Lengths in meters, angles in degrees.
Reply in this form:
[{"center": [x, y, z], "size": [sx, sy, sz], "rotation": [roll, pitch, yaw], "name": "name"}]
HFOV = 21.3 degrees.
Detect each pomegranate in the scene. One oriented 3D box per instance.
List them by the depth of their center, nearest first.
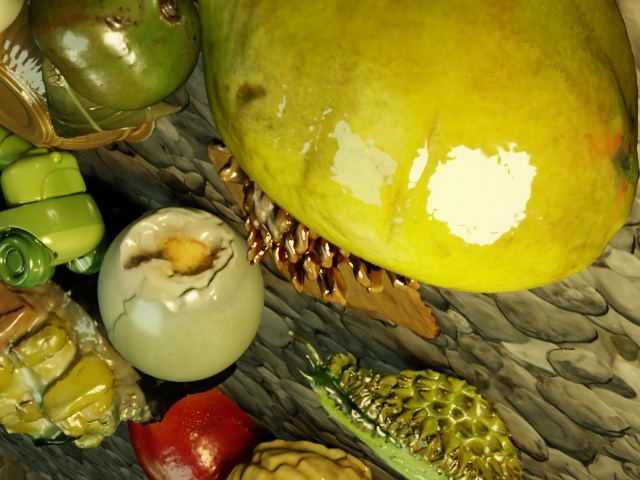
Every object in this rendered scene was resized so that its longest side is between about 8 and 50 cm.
[{"center": [-0.191, -0.201, 1.512], "size": [0.152, 0.131, 0.191], "rotation": [50, 179, -36], "name": "pomegranate"}]

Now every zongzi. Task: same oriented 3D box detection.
[{"center": [-0.201, -0.158, 1.633], "size": [0.130, 0.062, 0.154], "rotation": [-5, 153, -5], "name": "zongzi"}]

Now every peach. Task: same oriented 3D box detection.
[{"center": [-0.164, 0.292, 2.373], "size": [0.154, 0.159, 0.267], "rotation": [-6, 128, 53], "name": "peach"}]

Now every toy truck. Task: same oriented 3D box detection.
[{"center": [-0.328, -0.037, 1.853], "size": [0.187, 0.148, 0.210], "rotation": [6, 101, 34], "name": "toy truck"}]

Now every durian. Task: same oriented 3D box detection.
[{"center": [0.119, 0.202, 1.783], "size": [0.375, 0.106, 0.132], "rotation": [40, 161, -2], "name": "durian"}]

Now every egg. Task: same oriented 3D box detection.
[{"center": [-0.152, 0.067, 1.861], "size": [0.183, 0.183, 0.217], "rotation": [33, 147, 19], "name": "egg"}]

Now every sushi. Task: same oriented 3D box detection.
[{"center": [-0.303, 0.128, 2.096], "size": [0.328, 0.285, 0.328], "rotation": [45, 158, -16], "name": "sushi"}]

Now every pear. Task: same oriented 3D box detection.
[{"center": [0.064, -0.107, 1.072], "size": [0.321, 0.269, 0.269], "rotation": [38, 160, -19], "name": "pear"}]

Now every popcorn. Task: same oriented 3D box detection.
[{"center": [0.013, 0.398, 2.204], "size": [0.332, 0.225, 0.265], "rotation": [10, 140, 32], "name": "popcorn"}]

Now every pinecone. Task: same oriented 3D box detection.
[{"center": [0.030, -0.036, 1.390], "size": [0.212, 0.168, 0.185], "rotation": [30, 154, 23], "name": "pinecone"}]

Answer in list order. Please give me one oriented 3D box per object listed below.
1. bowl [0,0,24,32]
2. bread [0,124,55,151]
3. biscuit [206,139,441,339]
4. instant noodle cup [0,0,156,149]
[{"center": [-0.355, -0.274, 1.565], "size": [0.238, 0.126, 0.238], "rotation": [24, 130, 31], "name": "bowl"}, {"center": [-0.490, -0.130, 2.008], "size": [0.279, 0.207, 0.279], "rotation": [11, 145, 50], "name": "bread"}, {"center": [0.000, 0.000, 1.718], "size": [0.232, 0.013, 0.237], "rotation": [19, 150, 44], "name": "biscuit"}, {"center": [-0.302, -0.175, 1.772], "size": [0.274, 0.091, 0.274], "rotation": [34, 157, 17], "name": "instant noodle cup"}]
